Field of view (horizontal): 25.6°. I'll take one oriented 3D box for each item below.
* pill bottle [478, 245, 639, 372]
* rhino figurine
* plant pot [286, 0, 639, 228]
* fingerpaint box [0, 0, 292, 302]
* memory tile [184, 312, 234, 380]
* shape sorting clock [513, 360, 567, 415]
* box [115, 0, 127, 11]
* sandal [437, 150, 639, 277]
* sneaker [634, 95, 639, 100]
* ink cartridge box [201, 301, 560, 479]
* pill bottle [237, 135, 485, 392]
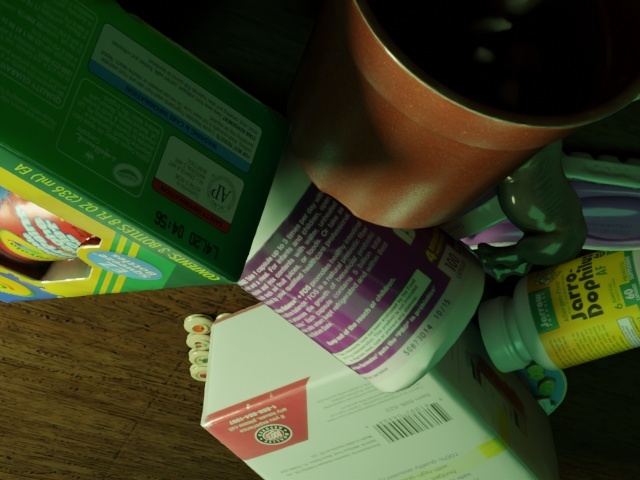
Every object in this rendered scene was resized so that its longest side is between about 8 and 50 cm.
[{"bbox_3d":[0.292,0.080,1.601,0.208,0.118,0.117,-19,141,23],"label":"pill bottle"},{"bbox_3d":[0.184,-0.077,1.360,0.106,0.073,0.243,-14,106,17],"label":"rhino figurine"},{"bbox_3d":[0.103,-0.153,1.166,0.272,0.272,0.265,9,154,-15],"label":"plant pot"},{"bbox_3d":[-0.316,-0.111,1.155,0.371,0.163,0.444,-6,150,47],"label":"fingerpaint box"},{"bbox_3d":[-0.109,0.134,1.743,0.113,0.012,0.148,-1,143,-1],"label":"memory tile"},{"bbox_3d":[0.215,0.197,1.821,0.206,0.040,0.206,-2,144,-1],"label":"shape sorting clock"},{"bbox_3d":[-0.205,-0.170,1.280,0.052,0.062,0.083,6,144,-8],"label":"box"},{"bbox_3d":[0.189,-0.018,1.474,0.416,0.102,0.169,-4,144,3],"label":"sandal"},{"bbox_3d":[0.306,-0.197,1.230,0.290,0.106,0.123,-23,141,28],"label":"sneaker"},{"bbox_3d":[0.081,0.216,1.695,0.279,0.160,0.385,-23,132,22],"label":"ink cartridge box"},{"bbox_3d":[0.000,0.000,1.380,0.301,0.169,0.169,37,133,-11],"label":"pill bottle"}]
